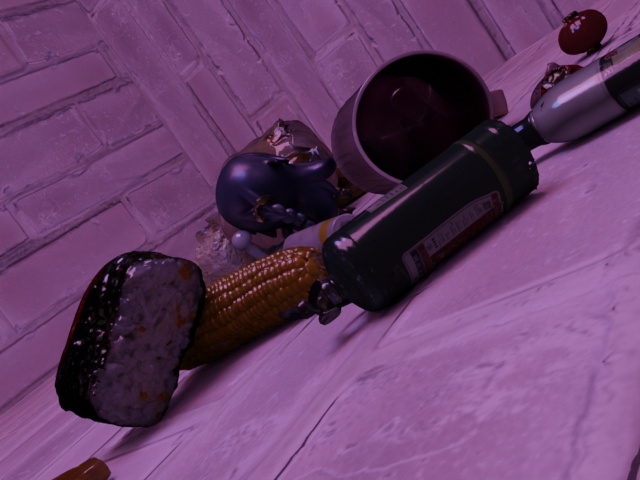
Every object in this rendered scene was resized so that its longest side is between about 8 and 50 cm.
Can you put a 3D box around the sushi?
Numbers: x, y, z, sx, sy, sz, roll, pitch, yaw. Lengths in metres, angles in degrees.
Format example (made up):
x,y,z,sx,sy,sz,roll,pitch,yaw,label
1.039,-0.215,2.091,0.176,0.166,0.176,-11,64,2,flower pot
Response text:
x,y,z,sx,sy,sz,roll,pitch,yaw,label
-0.234,0.117,0.960,0.126,0.136,0.225,-4,64,39,sushi

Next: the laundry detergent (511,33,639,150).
x,y,z,sx,sy,sz,roll,pitch,yaw,label
0.310,-0.163,0.857,0.225,0.070,0.099,-32,15,36,laundry detergent

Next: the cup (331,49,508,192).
x,y,z,sx,sy,sz,roll,pitch,yaw,label
0.160,-0.204,1.282,0.288,0.208,0.273,-44,6,-8,cup

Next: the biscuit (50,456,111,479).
x,y,z,sx,sy,sz,roll,pitch,yaw,label
-0.311,0.302,0.778,0.166,0.036,0.225,-29,6,37,biscuit

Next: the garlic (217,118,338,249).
x,y,z,sx,sy,sz,roll,pitch,yaw,label
-0.099,-0.116,1.760,0.322,0.241,0.322,-43,24,24,garlic

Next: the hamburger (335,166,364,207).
x,y,z,sx,sy,sz,roll,pitch,yaw,label
0.089,-0.168,1.904,0.213,0.108,0.214,-29,6,3,hamburger

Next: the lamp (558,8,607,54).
x,y,z,sx,sy,sz,roll,pitch,yaw,label
0.519,-0.412,1.521,0.101,0.090,0.101,-38,4,3,lamp

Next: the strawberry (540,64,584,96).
x,y,z,sx,sy,sz,roll,pitch,yaw,label
0.344,-0.203,1.044,0.083,0.073,0.073,9,-27,-41,strawberry

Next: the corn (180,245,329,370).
x,y,z,sx,sy,sz,roll,pitch,yaw,label
-0.109,0.088,1.017,0.313,0.102,0.102,-32,7,32,corn

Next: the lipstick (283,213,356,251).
x,y,z,sx,sy,sz,roll,pitch,yaw,label
0.000,0.000,1.296,0.059,0.059,0.264,-37,7,-20,lipstick

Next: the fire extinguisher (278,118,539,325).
x,y,z,sx,sy,sz,roll,pitch,yaw,label
0.081,-0.001,0.757,0.294,0.093,0.118,-37,-19,-12,fire extinguisher

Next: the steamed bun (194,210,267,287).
x,y,z,sx,sy,sz,roll,pitch,yaw,label
-0.247,0.022,1.925,0.225,0.170,0.200,-30,14,46,steamed bun

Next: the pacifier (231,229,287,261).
x,y,z,sx,sy,sz,roll,pitch,yaw,label
-0.127,0.032,1.469,0.127,0.116,0.150,-53,15,-20,pacifier

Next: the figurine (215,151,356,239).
x,y,z,sx,sy,sz,roll,pitch,yaw,label
-0.073,-0.085,1.501,0.264,0.175,0.197,0,-8,10,figurine

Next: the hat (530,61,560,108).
x,y,z,sx,sy,sz,roll,pitch,yaw,label
0.395,-0.262,1.326,0.058,0.042,0.087,-31,-35,-64,hat
